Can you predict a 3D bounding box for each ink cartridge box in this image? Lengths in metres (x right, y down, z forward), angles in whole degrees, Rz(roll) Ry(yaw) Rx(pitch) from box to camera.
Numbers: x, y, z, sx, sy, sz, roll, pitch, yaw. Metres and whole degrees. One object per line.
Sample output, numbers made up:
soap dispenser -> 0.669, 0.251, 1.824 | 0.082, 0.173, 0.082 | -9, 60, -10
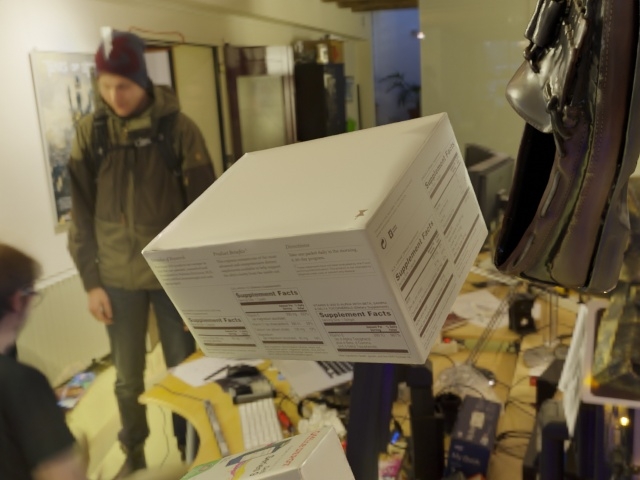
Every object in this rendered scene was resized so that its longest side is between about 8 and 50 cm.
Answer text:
ink cartridge box -> -0.080, 0.312, 0.812 | 0.212, 0.093, 0.154 | -20, -2, 16

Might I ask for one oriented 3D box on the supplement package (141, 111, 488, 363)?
supplement package -> 0.000, 0.000, 0.679 | 0.262, 0.145, 0.204 | -5, 32, 35

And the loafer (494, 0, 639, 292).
loafer -> 0.169, -0.078, 0.472 | 0.095, 0.302, 0.109 | -2, 40, 14
